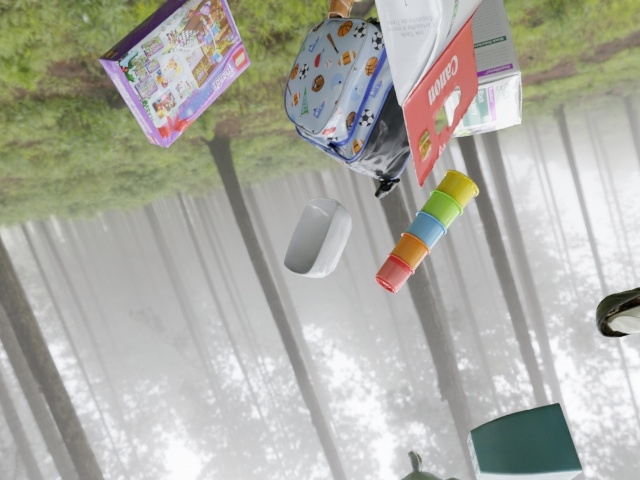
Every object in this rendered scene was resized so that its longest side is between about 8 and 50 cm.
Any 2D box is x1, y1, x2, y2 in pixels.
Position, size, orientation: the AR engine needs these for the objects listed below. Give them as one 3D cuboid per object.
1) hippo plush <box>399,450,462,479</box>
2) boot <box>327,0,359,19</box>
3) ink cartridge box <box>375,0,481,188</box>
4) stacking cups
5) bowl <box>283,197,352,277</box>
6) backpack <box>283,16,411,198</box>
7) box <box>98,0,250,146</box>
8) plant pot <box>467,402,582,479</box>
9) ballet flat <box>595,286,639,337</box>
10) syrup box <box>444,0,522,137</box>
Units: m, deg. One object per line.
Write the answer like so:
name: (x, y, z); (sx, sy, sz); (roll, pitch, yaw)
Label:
hippo plush: (0.129, 0.447, 0.747); (0.294, 0.234, 0.237); (-10, -176, 43)
boot: (0.057, -0.559, 1.263); (0.073, 0.152, 0.197); (5, 178, 20)
ink cartridge box: (0.108, -0.181, 0.424); (0.056, 0.224, 0.181); (5, -137, 34)
stacking cups: (0.241, -0.017, 1.271); (0.316, 0.096, 0.096); (-52, -166, -7)
bowl: (0.000, 0.000, 0.945); (0.053, 0.142, 0.142); (25, 176, -23)
backpack: (0.058, -0.251, 0.929); (0.213, 0.276, 0.263); (24, -172, -30)
box: (-0.275, -0.358, 1.082); (0.057, 0.201, 0.293); (18, -122, 30)
plant pot: (0.510, 0.537, 1.400); (0.234, 0.165, 0.165); (-9, 146, 4)
ballet flat: (0.587, 0.109, 0.899); (0.096, 0.095, 0.280); (-34, 175, -39)
syrup box: (0.200, -0.264, 0.722); (0.096, 0.236, 0.093); (-9, 150, 18)
